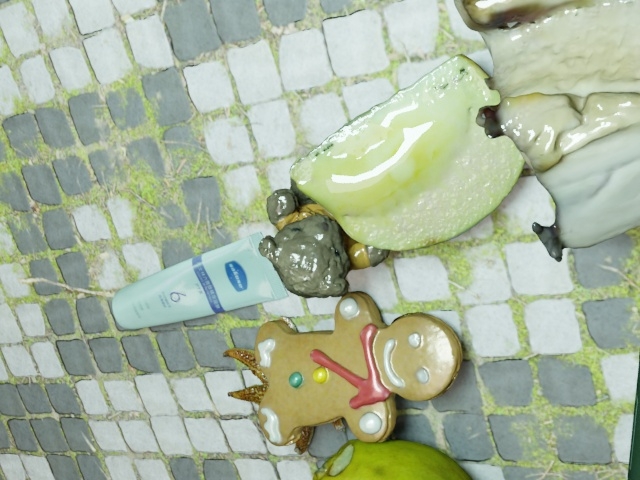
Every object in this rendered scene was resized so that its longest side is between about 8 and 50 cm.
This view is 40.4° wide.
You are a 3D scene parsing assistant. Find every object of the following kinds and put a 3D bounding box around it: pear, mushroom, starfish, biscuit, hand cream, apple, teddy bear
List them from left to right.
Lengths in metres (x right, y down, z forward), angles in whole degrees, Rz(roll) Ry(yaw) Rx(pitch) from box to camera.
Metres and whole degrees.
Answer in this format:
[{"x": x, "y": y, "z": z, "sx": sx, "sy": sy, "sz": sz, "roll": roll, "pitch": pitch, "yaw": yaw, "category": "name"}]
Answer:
[{"x": -0.203, "y": 0.077, "z": 1.398, "sx": 0.321, "sy": 0.067, "sz": 0.109, "roll": -17, "pitch": 100, "yaw": 27, "category": "hand cream"}, {"x": -0.060, "y": 0.231, "z": 1.379, "sx": 0.227, "sy": 0.043, "sz": 0.240, "roll": 9, "pitch": 110, "yaw": 25, "category": "starfish"}, {"x": 0.000, "y": 0.000, "z": 1.150, "sx": 0.177, "sy": 0.190, "sz": 0.140, "roll": 28, "pitch": 125, "yaw": 6, "category": "teddy bear"}, {"x": 0.039, "y": 0.181, "z": 1.242, "sx": 0.340, "sy": 0.047, "sz": 0.216, "roll": -11, "pitch": 82, "yaw": 32, "category": "biscuit"}, {"x": 0.117, "y": 0.425, "z": 1.228, "sx": 0.321, "sy": 0.269, "sz": 0.269, "roll": 31, "pitch": 123, "yaw": 16, "category": "pear"}, {"x": 0.122, "y": -0.094, "z": 1.070, "sx": 0.265, "sy": 0.120, "sz": 0.193, "roll": -33, "pitch": 101, "yaw": 16, "category": "apple"}, {"x": 0.352, "y": -0.208, "z": 0.846, "sx": 0.397, "sy": 0.313, "sz": 0.224, "roll": -23, "pitch": 142, "yaw": 25, "category": "mushroom"}]

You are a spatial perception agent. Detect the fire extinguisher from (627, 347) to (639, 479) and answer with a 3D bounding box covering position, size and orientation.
[{"x": 0.435, "y": 0.241, "z": 1.060, "sx": 0.114, "sy": 0.095, "sz": 0.311, "roll": -3, "pitch": 112, "yaw": -4, "category": "fire extinguisher"}]
